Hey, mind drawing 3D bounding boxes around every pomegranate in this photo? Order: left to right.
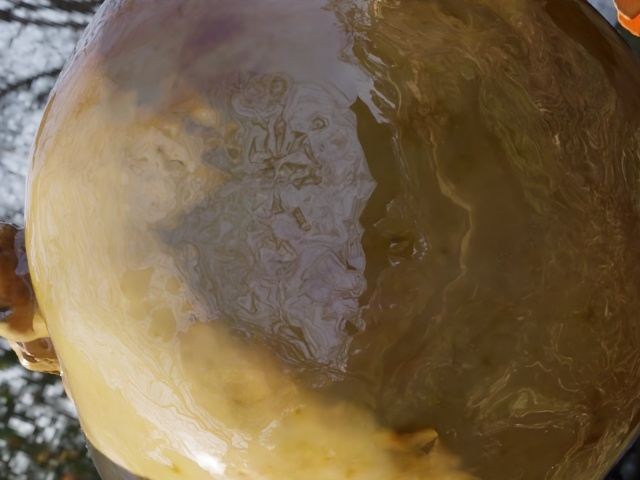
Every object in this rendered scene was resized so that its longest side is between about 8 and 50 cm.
[{"bbox_3d":[0.000,0.000,0.706,0.411,0.411,0.411,-159,90,-87],"label":"pomegranate"}]

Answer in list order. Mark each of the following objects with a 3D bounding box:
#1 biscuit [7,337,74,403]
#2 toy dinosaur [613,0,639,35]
[{"bbox_3d":[-0.156,0.082,0.975,0.027,0.184,0.133,-42,19,36],"label":"biscuit"},{"bbox_3d":[0.230,-0.212,0.938,0.070,0.288,0.117,109,180,-69],"label":"toy dinosaur"}]
